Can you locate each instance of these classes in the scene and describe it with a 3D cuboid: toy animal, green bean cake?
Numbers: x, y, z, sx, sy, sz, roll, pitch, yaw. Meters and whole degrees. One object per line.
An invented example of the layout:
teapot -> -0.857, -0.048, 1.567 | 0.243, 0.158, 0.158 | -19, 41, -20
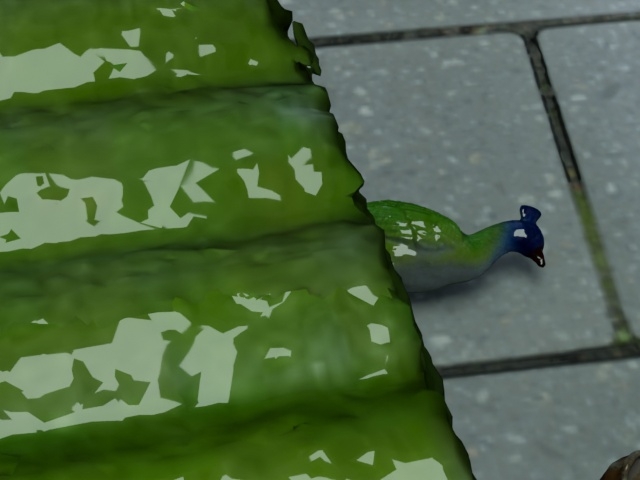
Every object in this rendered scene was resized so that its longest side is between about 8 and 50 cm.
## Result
toy animal -> 0.001, 0.013, 0.753 | 0.217, 0.041, 0.075 | -1, 51, 2
green bean cake -> -0.093, 0.078, 0.512 | 0.218, 0.335, 0.319 | -13, 50, -14

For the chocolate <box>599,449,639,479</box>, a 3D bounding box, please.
chocolate -> 0.205, 0.170, 0.607 | 0.148, 0.093, 0.214 | -13, 54, -11
